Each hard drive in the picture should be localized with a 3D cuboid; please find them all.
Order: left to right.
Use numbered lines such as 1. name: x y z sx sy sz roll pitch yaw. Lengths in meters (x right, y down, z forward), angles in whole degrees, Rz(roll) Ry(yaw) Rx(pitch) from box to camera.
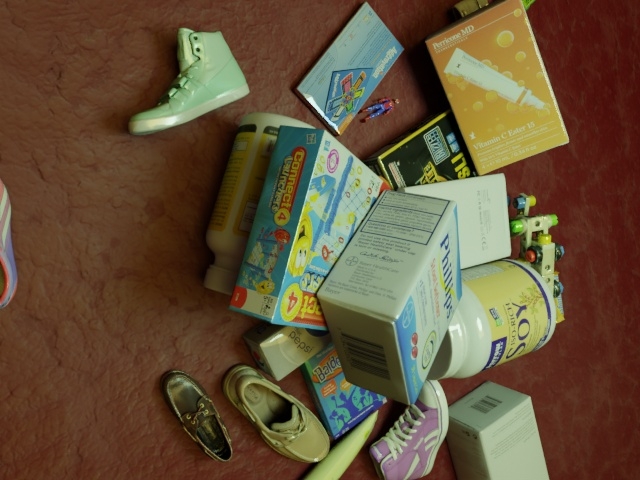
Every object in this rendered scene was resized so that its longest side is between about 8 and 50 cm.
1. hard drive: 0.323 -0.038 1.236 0.318 0.040 0.211 -11 98 -30

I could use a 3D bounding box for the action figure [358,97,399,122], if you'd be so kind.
1. action figure: 0.141 -0.308 1.215 0.115 0.030 0.038 -30 101 -28

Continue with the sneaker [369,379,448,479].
1. sneaker: 0.198 0.453 1.211 0.160 0.102 0.282 -2 110 -24

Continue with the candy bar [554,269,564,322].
1. candy bar: 0.713 0.169 1.570 0.040 0.018 0.162 -17 101 -28

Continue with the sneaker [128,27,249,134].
1. sneaker: -0.261 -0.293 0.943 0.256 0.094 0.151 -37 116 -34

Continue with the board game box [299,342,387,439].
1. board game box: 0.050 0.312 1.177 0.160 0.047 0.211 -28 105 -26

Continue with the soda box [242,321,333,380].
1. soda box: -0.014 0.170 1.106 0.286 0.098 0.091 -31 107 -25

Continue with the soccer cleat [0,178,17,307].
1. soccer cleat: -0.522 -0.014 0.806 0.082 0.095 0.248 -9 97 -29

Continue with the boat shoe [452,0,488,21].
1. boat shoe: 0.402 -0.479 1.325 0.088 0.096 0.268 -20 110 1

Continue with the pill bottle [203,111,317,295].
1. pill bottle: -0.107 -0.054 0.990 0.187 0.187 0.334 20 83 -29

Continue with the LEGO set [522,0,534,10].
1. LEGO set: 0.538 -0.644 1.394 0.227 0.093 0.087 -44 77 7

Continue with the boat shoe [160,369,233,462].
1. boat shoe: -0.231 0.339 1.003 0.073 0.073 0.207 -38 109 -22

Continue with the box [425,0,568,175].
1. box: 0.415 -0.367 1.233 0.346 0.214 0.168 61 24 -17

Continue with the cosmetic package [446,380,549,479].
1. cosmetic package: 0.471 0.592 1.371 0.196 0.155 0.366 -21 103 -27

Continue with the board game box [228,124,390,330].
1. board game box: 0.000 0.000 0.916 0.308 0.086 0.302 24 80 -60

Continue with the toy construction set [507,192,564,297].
1. toy construction set: 0.551 0.046 1.380 0.151 0.215 0.328 -24 110 -6

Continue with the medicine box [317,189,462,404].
1. medicine box: 0.146 0.100 0.969 0.289 0.149 0.264 -54 143 -34

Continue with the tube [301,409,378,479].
1. tube: 0.051 0.483 1.174 0.240 0.070 0.062 -42 106 -22

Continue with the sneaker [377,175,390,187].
1. sneaker: 0.047 -0.028 1.137 0.262 0.121 0.099 -37 78 -1

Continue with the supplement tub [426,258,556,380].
1. supplement tub: 0.364 0.186 1.242 0.331 0.241 0.241 -11 98 -29

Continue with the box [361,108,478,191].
1. box: 0.274 -0.117 1.272 0.257 0.079 0.322 -36 109 -26

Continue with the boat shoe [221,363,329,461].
1. boat shoe: -0.076 0.374 1.077 0.109 0.098 0.302 -48 113 -19

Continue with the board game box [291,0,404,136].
1. board game box: 0.068 -0.386 1.169 0.145 0.027 0.281 42 72 -23
